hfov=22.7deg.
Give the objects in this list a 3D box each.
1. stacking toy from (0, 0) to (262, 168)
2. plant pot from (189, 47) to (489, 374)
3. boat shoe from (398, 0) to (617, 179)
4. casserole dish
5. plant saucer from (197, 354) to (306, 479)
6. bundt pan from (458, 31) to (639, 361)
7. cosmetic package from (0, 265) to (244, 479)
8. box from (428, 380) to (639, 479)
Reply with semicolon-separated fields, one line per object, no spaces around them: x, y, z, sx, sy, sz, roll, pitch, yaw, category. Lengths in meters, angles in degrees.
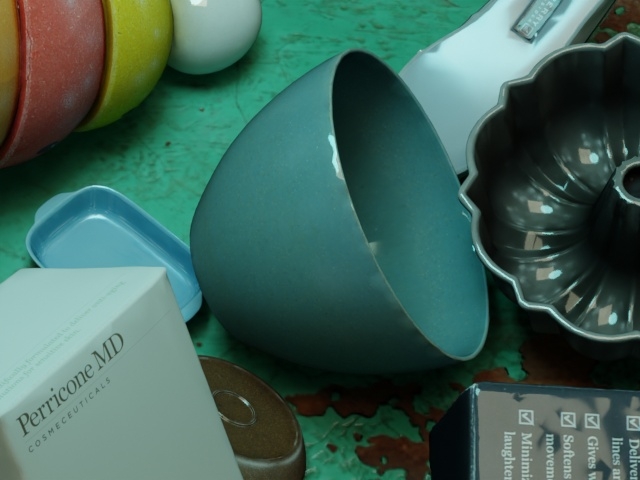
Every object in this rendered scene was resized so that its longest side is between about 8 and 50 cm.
-0.260;-0.206;1.533;0.480;0.350;0.350;-9;55;-32;stacking toy
0.000;0.000;1.425;0.195;0.290;0.290;-22;52;22;plant pot
0.194;-0.190;1.644;0.136;0.156;0.367;38;88;13;boat shoe
-0.191;0.026;1.500;0.188;0.037;0.114;37;59;18;casserole dish
-0.080;0.153;1.375;0.168;0.029;0.168;25;28;-14;plant saucer
0.294;-0.025;1.482;0.331;0.124;0.331;-3;61;5;bundt pan
-0.160;0.219;1.138;0.155;0.365;0.197;0;30;34;cosmetic package
0.287;0.280;1.224;0.395;0.212;0.293;4;73;-3;box
